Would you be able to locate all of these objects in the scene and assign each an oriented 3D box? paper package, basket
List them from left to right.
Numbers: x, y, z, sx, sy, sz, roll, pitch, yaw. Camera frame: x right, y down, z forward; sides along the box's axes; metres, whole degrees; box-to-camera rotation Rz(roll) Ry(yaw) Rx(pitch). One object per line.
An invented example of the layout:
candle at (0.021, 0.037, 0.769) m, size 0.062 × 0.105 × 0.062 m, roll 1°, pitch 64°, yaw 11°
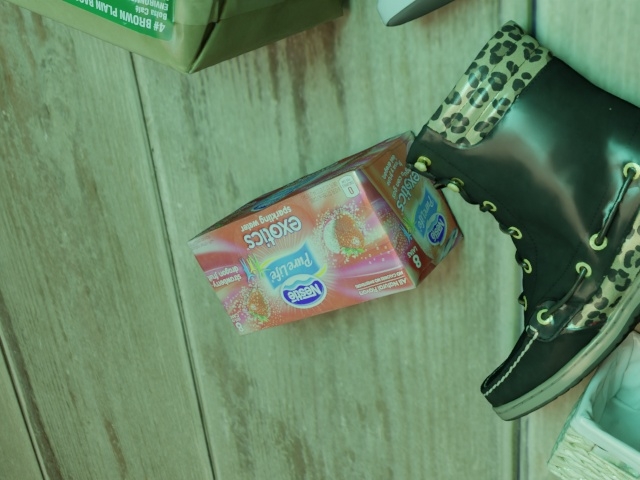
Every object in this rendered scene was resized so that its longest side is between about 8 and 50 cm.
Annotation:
paper package at (-0.164, -0.326, 0.799) m, size 0.325 × 0.309 × 0.168 m, roll 25°, pitch 127°, yaw 21°
basket at (0.330, 0.196, 0.836) m, size 0.113 × 0.167 × 0.103 m, roll 31°, pitch 135°, yaw 18°

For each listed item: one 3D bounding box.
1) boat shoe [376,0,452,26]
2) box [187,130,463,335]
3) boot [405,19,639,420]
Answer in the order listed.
boat shoe at (0.157, -0.319, 0.708) m, size 0.306 × 0.113 × 0.105 m, roll -34°, pitch 86°, yaw 39°
box at (0.000, 0.000, 0.973) m, size 0.300 × 0.142 × 0.154 m, roll -19°, pitch 103°, yaw 40°
boot at (0.213, -0.011, 0.818) m, size 0.284 × 0.138 × 0.377 m, roll 39°, pitch 127°, yaw 10°
